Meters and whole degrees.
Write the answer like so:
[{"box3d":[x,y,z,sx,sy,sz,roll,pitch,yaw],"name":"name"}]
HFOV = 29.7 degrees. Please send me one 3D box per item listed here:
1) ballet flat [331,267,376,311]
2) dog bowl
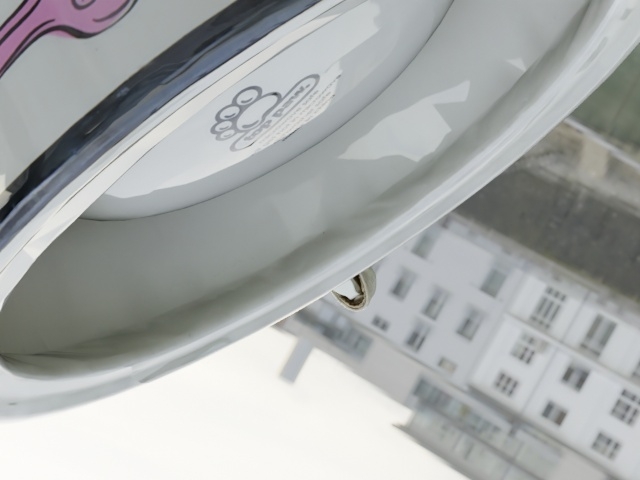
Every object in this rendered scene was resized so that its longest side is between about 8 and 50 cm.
[{"box3d":[0.000,0.000,1.167,0.168,0.057,0.052,49,-156,-18],"name":"ballet flat"},{"box3d":[-0.031,-0.082,0.576,0.150,0.408,0.408,58,-171,13],"name":"dog bowl"}]
